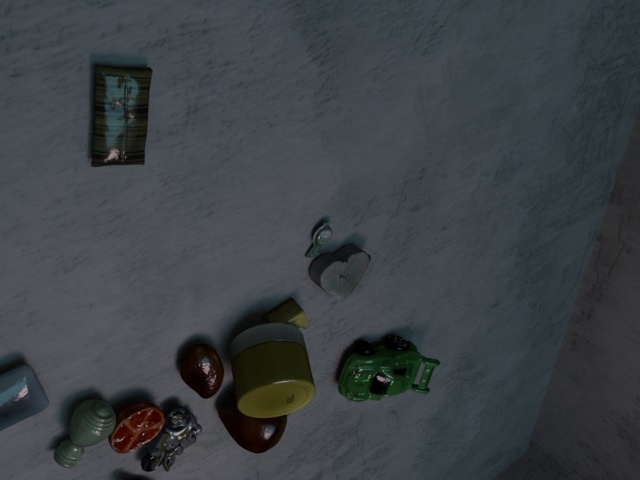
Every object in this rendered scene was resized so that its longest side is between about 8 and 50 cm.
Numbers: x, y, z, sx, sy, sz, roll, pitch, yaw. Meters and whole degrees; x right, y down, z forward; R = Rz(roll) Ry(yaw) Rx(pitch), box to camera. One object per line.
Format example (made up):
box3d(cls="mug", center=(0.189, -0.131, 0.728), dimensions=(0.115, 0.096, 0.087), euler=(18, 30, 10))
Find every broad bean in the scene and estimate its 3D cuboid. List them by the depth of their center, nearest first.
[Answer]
box3d(cls="broad bean", center=(-0.321, 0.350, 1.552), dimensions=(0.114, 0.084, 0.165), euler=(-33, 128, -16))

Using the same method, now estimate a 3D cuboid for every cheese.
box3d(cls="cheese", center=(0.000, 0.000, 1.628), dimensions=(0.067, 0.026, 0.120), euler=(0, 126, -41))

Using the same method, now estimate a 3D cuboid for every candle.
box3d(cls="candle", center=(0.058, 0.104, 1.719), dimensions=(0.192, 0.068, 0.168), euler=(-19, 128, -32))

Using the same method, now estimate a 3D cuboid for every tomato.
box3d(cls="tomato", center=(-0.492, 0.477, 1.499), dimensions=(0.155, 0.069, 0.155), euler=(-29, 139, -29))

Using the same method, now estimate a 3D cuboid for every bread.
box3d(cls="bread", center=(-0.095, 0.237, 1.666), dimensions=(0.109, 0.084, 0.080), euler=(-31, 132, -21))

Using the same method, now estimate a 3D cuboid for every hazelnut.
box3d(cls="hazelnut", center=(-0.205, 0.530, 1.714), dimensions=(0.208, 0.208, 0.208), euler=(-22, 130, -29))

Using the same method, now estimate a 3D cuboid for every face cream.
box3d(cls="face cream", center=(-0.136, 0.364, 1.592), dimensions=(0.218, 0.179, 0.218), euler=(-10, 141, -8))

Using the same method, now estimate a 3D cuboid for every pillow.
box3d(cls="pillow", center=(-0.390, -0.239, 1.122), dimensions=(0.113, 0.038, 0.203), euler=(-9, 124, -37))

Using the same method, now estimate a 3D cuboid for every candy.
box3d(cls="candy", center=(-0.696, 0.353, 1.239), dimensions=(0.174, 0.071, 0.138), euler=(-26, 131, -27))

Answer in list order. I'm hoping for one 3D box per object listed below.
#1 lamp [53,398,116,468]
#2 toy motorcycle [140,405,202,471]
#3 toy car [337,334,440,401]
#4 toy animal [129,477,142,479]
box3d(cls="lamp", center=(-0.583, 0.474, 1.406), dimensions=(0.193, 0.106, 0.106), euler=(-50, 139, 12))
box3d(cls="toy motorcycle", center=(-0.411, 0.561, 1.627), dimensions=(0.152, 0.073, 0.225), euler=(14, 107, -48))
box3d(cls="toy car", center=(0.237, 0.474, 2.047), dimensions=(0.359, 0.176, 0.213), euler=(-1, 117, -40))
box3d(cls="toy animal", center=(-0.552, 0.770, 1.614), dimensions=(0.179, 0.138, 0.166), euler=(-43, 118, 2))
